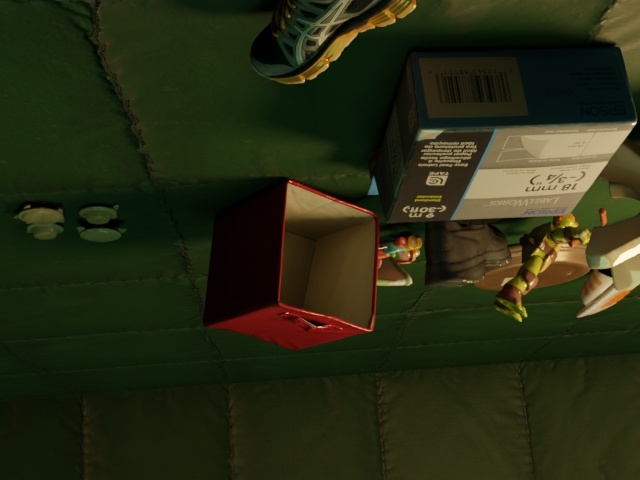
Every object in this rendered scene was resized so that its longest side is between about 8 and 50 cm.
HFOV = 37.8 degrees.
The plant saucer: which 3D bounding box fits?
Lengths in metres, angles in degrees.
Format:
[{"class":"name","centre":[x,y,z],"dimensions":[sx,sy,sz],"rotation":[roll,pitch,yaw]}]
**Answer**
[{"class":"plant saucer","centre":[0.424,0.056,1.895],"dimensions":[0.278,0.041,0.278],"rotation":[-4,165,-1]}]

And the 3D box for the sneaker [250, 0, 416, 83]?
[{"class":"sneaker","centre":[-0.001,-0.211,0.819],"dimensions":[0.083,0.084,0.215],"rotation":[24,147,-33]}]

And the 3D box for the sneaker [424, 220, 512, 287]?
[{"class":"sneaker","centre":[0.238,-0.009,1.507],"dimensions":[0.109,0.130,0.286],"rotation":[-7,-174,21]}]

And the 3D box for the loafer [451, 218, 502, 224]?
[{"class":"loafer","centre":[0.263,-0.062,1.386],"dimensions":[0.170,0.061,0.062],"rotation":[-7,165,-9]}]

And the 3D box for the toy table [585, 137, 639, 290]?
[{"class":"toy table","centre":[0.457,-0.047,1.255],"dimensions":[0.161,0.274,0.252],"rotation":[-2,-160,29]}]

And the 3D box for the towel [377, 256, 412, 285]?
[{"class":"towel","centre":[0.081,0.052,1.718],"dimensions":[0.152,0.023,0.113],"rotation":[3,-160,-19]}]

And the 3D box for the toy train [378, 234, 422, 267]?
[{"class":"toy train","centre":[0.119,0.026,1.640],"dimensions":[0.125,0.046,0.166],"rotation":[-14,176,7]}]

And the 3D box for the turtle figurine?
[{"class":"turtle figurine","centre":[0.371,0.024,1.565],"dimensions":[0.087,0.217,0.269],"rotation":[35,171,-2]}]

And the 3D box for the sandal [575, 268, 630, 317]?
[{"class":"sandal","centre":[0.620,0.066,1.944],"dimensions":[0.102,0.076,0.265],"rotation":[-10,149,-40]}]

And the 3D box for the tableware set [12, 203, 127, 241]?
[{"class":"tableware set","centre":[-0.378,-0.027,1.419],"dimensions":[0.169,0.020,0.141],"rotation":[2,161,-17]}]

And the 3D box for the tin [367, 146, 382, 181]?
[{"class":"tin","centre":[0.149,-0.096,1.309],"dimensions":[0.190,0.040,0.106],"rotation":[9,163,-39]}]

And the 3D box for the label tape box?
[{"class":"label tape box","centre":[0.199,-0.093,1.133],"dimensions":[0.241,0.106,0.333],"rotation":[-3,156,-7]}]

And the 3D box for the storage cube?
[{"class":"storage cube","centre":[-0.043,0.044,1.416],"dimensions":[0.184,0.215,0.193],"rotation":[19,154,-36]}]
